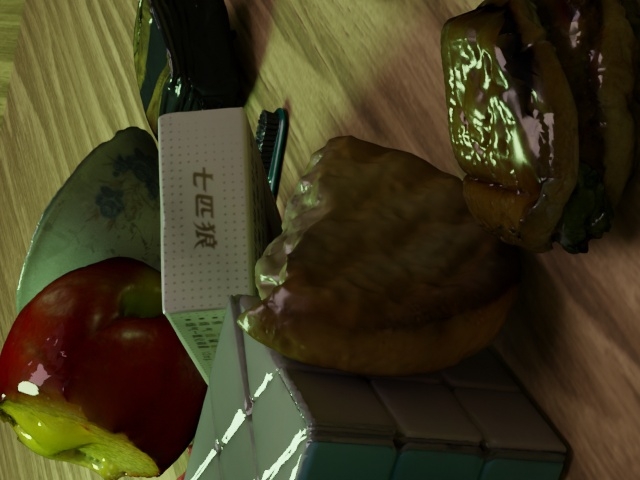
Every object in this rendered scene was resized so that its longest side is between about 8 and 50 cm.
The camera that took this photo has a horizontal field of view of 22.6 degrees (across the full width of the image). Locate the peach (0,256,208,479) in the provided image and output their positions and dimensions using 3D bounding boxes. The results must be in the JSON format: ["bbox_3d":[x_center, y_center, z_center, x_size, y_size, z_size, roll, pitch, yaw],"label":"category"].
[{"bbox_3d":[-0.275,0.188,1.979,0.338,0.281,0.281,-59,32,32],"label":"peach"}]

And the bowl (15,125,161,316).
[{"bbox_3d":[-0.256,0.017,2.139,0.313,0.146,0.313,-54,-17,-25],"label":"bowl"}]

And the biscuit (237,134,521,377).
[{"bbox_3d":[0.054,0.022,1.287,0.274,0.213,0.091,-57,-15,-59],"label":"biscuit"}]

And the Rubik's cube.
[{"bbox_3d":[0.034,0.196,1.301,0.221,0.225,0.231,-126,46,-57],"label":"Rubik's cube"}]

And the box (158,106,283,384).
[{"bbox_3d":[-0.095,0.024,1.672,0.330,0.095,0.210,78,-172,-69],"label":"box"}]

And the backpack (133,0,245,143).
[{"bbox_3d":[-0.175,-0.208,2.071,0.258,0.133,0.206,119,140,-58],"label":"backpack"}]

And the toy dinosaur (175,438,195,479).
[{"bbox_3d":[-0.121,0.232,1.948,0.139,0.070,0.286,-77,8,-55],"label":"toy dinosaur"}]

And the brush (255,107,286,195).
[{"bbox_3d":[-0.072,-0.063,1.890,0.043,0.032,0.193,-141,60,-64],"label":"brush"}]

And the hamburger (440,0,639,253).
[{"bbox_3d":[0.154,-0.094,1.196,0.183,0.130,0.206,-150,64,-69],"label":"hamburger"}]
